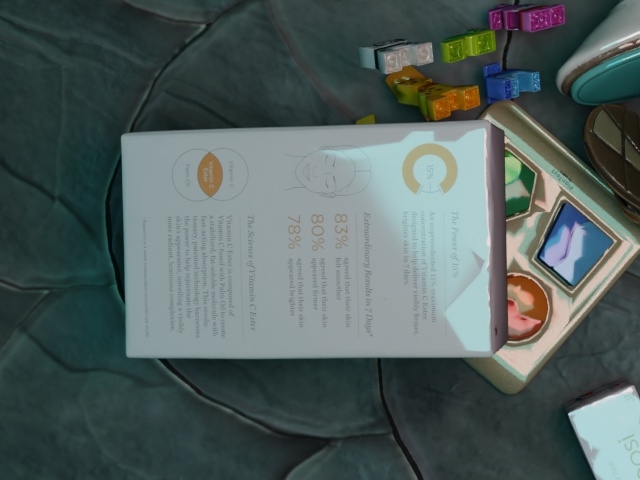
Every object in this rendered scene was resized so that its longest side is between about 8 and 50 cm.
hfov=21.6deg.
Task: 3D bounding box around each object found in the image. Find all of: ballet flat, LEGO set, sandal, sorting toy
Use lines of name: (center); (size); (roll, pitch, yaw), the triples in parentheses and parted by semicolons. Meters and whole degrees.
ballet flat: (0.407, -0.238, 1.625); (0.400, 0.139, 0.139); (-15, 91, -1)
LEGO set: (0.125, -0.168, 1.626); (0.227, 0.093, 0.087); (-18, 110, -33)
sandal: (0.332, -0.044, 1.645); (0.219, 0.060, 0.090); (35, 57, -19)
sorting toy: (0.149, -0.025, 1.674); (0.307, 0.041, 0.229); (41, 93, 1)

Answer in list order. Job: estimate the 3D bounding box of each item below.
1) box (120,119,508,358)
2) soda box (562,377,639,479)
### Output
box: (0.000, 0.000, 1.598); (0.345, 0.168, 0.215); (-1, 91, 11)
soda box: (0.316, 0.250, 1.659); (0.074, 0.069, 0.216); (-24, 91, 3)
